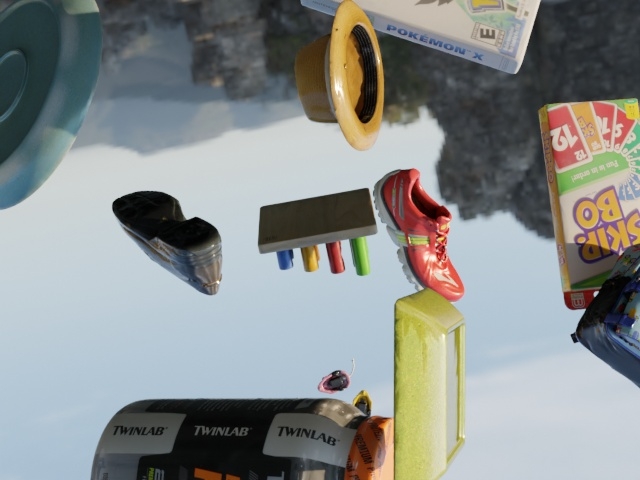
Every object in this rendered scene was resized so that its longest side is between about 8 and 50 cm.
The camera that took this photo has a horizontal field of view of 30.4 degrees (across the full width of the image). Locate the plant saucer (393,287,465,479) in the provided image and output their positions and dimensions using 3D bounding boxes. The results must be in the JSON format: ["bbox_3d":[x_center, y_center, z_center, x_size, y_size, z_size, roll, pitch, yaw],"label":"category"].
[{"bbox_3d":[0.110,0.145,1.141,0.045,0.188,0.188,1,-178,15],"label":"plant saucer"}]

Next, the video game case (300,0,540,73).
[{"bbox_3d":[0.164,-0.401,1.604,0.300,0.329,0.036,19,151,3],"label":"video game case"}]

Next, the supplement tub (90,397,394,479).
[{"bbox_3d":[-0.072,0.281,1.339,0.338,0.207,0.207,-4,-171,23],"label":"supplement tub"}]

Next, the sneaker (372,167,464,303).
[{"bbox_3d":[0.201,-0.007,2.198,0.118,0.279,0.107,-25,-170,35],"label":"sneaker"}]

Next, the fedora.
[{"bbox_3d":[0.018,-0.198,1.435,0.079,0.194,0.194,-4,-171,20],"label":"fedora"}]

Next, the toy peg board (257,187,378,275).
[{"bbox_3d":[0.000,0.000,1.641,0.160,0.079,0.161,-10,-160,2],"label":"toy peg board"}]

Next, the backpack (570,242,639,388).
[{"bbox_3d":[0.405,0.082,1.380,0.173,0.158,0.117,-54,-175,-22],"label":"backpack"}]

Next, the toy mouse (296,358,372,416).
[{"bbox_3d":[0.024,0.296,2.190,0.143,0.161,0.031,1,-172,0],"label":"toy mouse"}]

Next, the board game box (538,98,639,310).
[{"bbox_3d":[0.352,-0.046,1.479,0.124,0.259,0.039,-5,175,-9],"label":"board game box"}]

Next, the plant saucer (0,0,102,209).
[{"bbox_3d":[-0.398,-0.196,1.538,0.317,0.317,0.044,-5,160,45],"label":"plant saucer"}]

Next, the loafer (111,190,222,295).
[{"bbox_3d":[-0.149,0.001,1.126,0.062,0.061,0.170,-24,-146,-23],"label":"loafer"}]
